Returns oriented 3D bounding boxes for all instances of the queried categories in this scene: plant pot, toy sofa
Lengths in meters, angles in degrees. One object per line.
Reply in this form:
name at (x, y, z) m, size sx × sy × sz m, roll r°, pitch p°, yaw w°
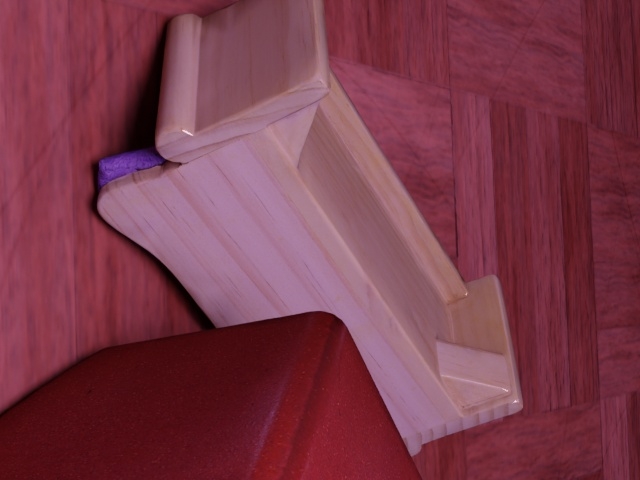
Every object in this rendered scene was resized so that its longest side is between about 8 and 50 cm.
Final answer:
plant pot at (-0.063, 0.191, 0.675) m, size 0.267 × 0.267 × 0.236 m, roll 64°, pitch 29°, yaw -27°
toy sofa at (0.000, 0.000, 0.884) m, size 0.362 × 0.177 × 0.150 m, roll 54°, pitch 21°, yaw -36°
